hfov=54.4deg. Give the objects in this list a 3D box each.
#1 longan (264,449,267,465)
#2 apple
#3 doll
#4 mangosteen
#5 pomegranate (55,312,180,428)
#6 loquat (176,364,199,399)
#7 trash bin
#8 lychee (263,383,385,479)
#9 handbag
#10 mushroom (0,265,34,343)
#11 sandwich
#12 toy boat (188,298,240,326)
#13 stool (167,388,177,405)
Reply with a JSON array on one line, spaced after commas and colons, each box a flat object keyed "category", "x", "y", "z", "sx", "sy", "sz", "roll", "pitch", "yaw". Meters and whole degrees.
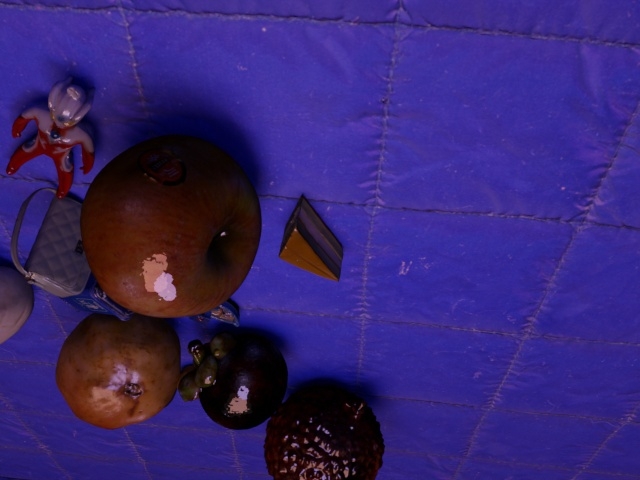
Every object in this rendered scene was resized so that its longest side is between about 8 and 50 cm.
[{"category": "longan", "x": -0.066, "y": 0.893, "z": 2.527, "sx": 0.350, "sy": 0.288, "sz": 0.288, "roll": 25, "pitch": 139, "yaw": -3}, {"category": "apple", "x": -0.326, "y": -0.034, "z": 1.365, "sx": 0.333, "sy": 0.400, "sz": 0.400, "roll": 17, "pitch": 147, "yaw": 28}, {"category": "doll", "x": -0.591, "y": -0.228, "z": 1.395, "sx": 0.188, "sy": 0.099, "sz": 0.384, "roll": 26, "pitch": 140, "yaw": -20}, {"category": "mangosteen", "x": -0.263, "y": 0.445, "z": 1.975, "sx": 0.330, "sy": 0.330, "sz": 0.330, "roll": 5, "pitch": 140, "yaw": 4}, {"category": "pomegranate", "x": -0.620, "y": 0.369, "z": 1.919, "sx": 0.410, "sy": 0.410, "sz": 0.410, "roll": 5, "pitch": 140, "yaw": 4}, {"category": "loquat", "x": -0.454, "y": 0.512, "z": 2.253, "sx": 0.137, "sy": 0.113, "sz": 0.137, "roll": 4, "pitch": 115, "yaw": 9}, {"category": "trash bin", "x": -0.617, "y": 0.119, "z": 1.769, "sx": 0.234, "sy": 0.184, "sz": 0.162, "roll": -6, "pitch": 140, "yaw": 33}, {"category": "lychee", "x": 0.024, "y": 0.700, "z": 2.170, "sx": 0.424, "sy": 0.424, "sz": 0.500, "roll": 28, "pitch": 121, "yaw": -23}, {"category": "handbag", "x": -0.656, "y": -0.001, "z": 1.546, "sx": 0.079, "sy": 0.256, "sz": 0.219, "roll": -10, "pitch": 145, "yaw": 29}, {"category": "mushroom", "x": -1.012, "y": 0.187, "z": 1.803, "sx": 0.315, "sy": 0.315, "sz": 0.356, "roll": -11, "pitch": 140, "yaw": 21}, {"category": "sandwich", "x": 0.000, "y": 0.000, "z": 1.546, "sx": 0.187, "sy": 0.117, "sz": 0.144, "roll": 22, "pitch": 141, "yaw": -16}, {"category": "toy boat", "x": -0.339, "y": 0.205, "z": 1.866, "sx": 0.223, "sy": 0.097, "sz": 0.100, "roll": 27, "pitch": 140, "yaw": -21}, {"category": "stool", "x": -0.616, "y": 0.503, "z": 2.255, "sx": 0.139, "sy": 0.228, "sz": 0.153, "roll": 1, "pitch": -173, "yaw": 40}]
